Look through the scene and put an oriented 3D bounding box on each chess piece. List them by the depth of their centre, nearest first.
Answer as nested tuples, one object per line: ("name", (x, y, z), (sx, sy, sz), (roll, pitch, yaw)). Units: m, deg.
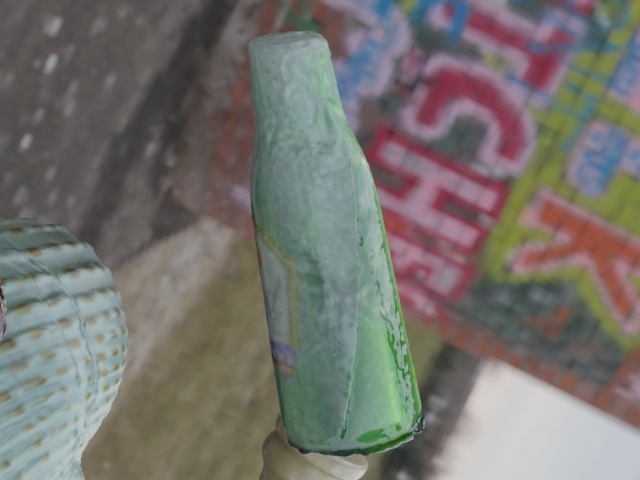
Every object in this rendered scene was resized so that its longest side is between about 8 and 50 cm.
("chess piece", (-0.037, 0.242, 1.718), (0.170, 0.094, 0.094), (-59, 180, 10))

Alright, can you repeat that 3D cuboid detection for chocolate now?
("chocolate", (0.000, 0.000, 1.351), (0.110, 0.110, 0.291), (-62, 143, -72))

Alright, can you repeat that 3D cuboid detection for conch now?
("conch", (-0.309, 0.101, 1.895), (0.303, 0.319, 0.215), (1, 131, -52))

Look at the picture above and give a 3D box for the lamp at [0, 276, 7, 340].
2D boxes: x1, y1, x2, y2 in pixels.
("lamp", (-0.352, 0.037, 1.460), (0.247, 0.247, 0.247), (-64, 179, -1))
